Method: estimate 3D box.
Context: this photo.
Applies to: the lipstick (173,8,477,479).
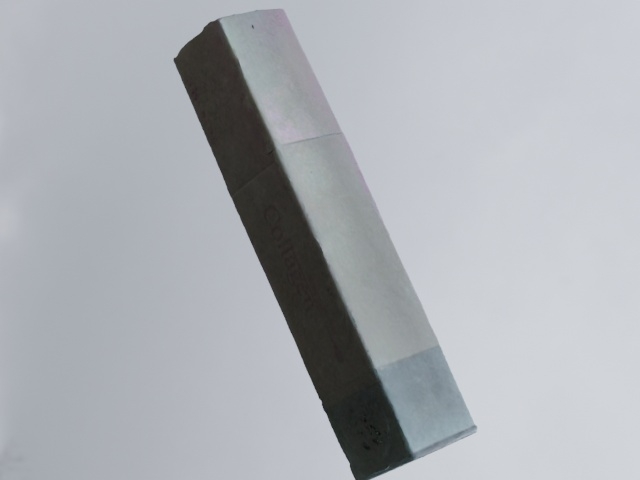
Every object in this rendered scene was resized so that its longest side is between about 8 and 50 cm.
[{"bbox_3d":[0.000,0.000,1.004,0.066,0.068,0.317,-34,-103,48],"label":"lipstick"}]
